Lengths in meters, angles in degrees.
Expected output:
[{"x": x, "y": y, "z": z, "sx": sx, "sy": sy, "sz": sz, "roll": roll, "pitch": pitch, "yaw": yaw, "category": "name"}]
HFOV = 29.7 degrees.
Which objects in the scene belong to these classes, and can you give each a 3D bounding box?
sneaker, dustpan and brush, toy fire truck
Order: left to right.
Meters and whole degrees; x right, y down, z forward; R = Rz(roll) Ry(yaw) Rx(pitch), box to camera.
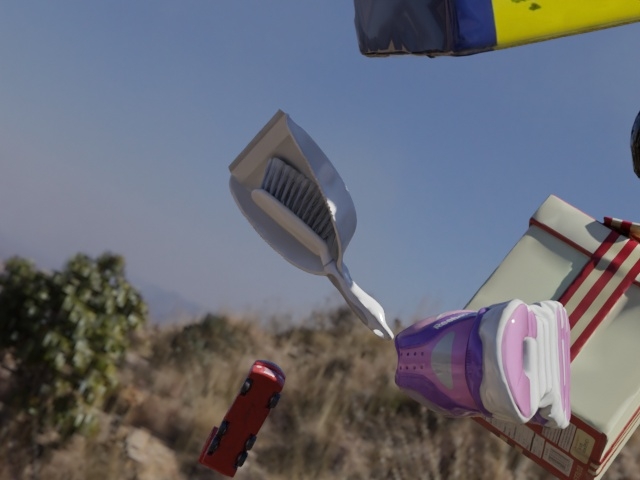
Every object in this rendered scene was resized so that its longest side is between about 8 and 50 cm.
[{"x": -0.097, "y": 0.220, "z": 1.478, "sx": 0.047, "sy": 0.192, "sz": 0.135, "roll": 27, "pitch": 15, "yaw": -3, "category": "toy fire truck"}, {"x": 0.000, "y": 0.000, "z": 1.071, "sx": 0.211, "sy": 0.060, "sz": 0.147, "roll": 43, "pitch": -31, "yaw": -5, "category": "dustpan and brush"}, {"x": 0.121, "y": 0.090, "z": 0.877, "sx": 0.104, "sy": 0.095, "sz": 0.236, "roll": -6, "pitch": -11, "yaw": 23, "category": "sneaker"}]

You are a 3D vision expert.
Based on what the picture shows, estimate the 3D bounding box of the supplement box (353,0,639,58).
[{"x": 0.199, "y": -0.238, "z": 0.735, "sx": 0.356, "sy": 0.194, "sz": 0.195, "roll": -12, "pitch": 11, "yaw": -11, "category": "supplement box"}]

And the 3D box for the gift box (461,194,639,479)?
[{"x": 0.327, "y": 0.133, "z": 1.457, "sx": 0.276, "sy": 0.258, "sz": 0.255, "roll": 34, "pitch": -21, "yaw": 17, "category": "gift box"}]

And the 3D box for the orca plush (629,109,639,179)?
[{"x": 0.372, "y": -0.163, "z": 1.001, "sx": 0.102, "sy": 0.287, "sz": 0.151, "roll": 58, "pitch": 10, "yaw": -35, "category": "orca plush"}]
